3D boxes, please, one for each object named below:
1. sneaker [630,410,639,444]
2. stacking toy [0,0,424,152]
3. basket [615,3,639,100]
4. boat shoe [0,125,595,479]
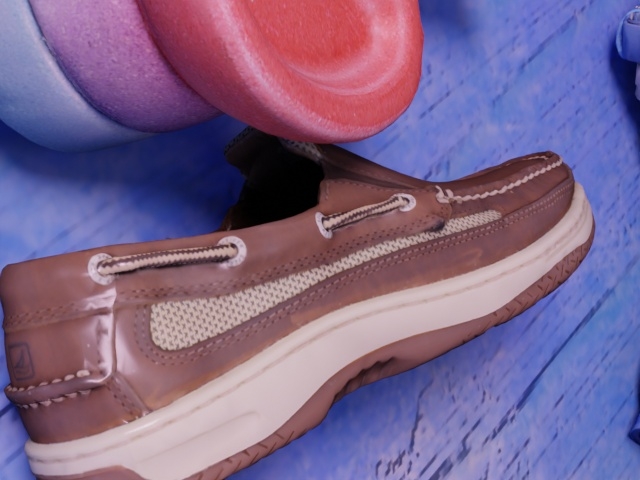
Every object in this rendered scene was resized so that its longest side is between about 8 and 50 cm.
[{"bbox_3d":[0.258,0.101,0.695,0.232,0.081,0.090,31,71,-38],"label":"sneaker"},{"bbox_3d":[-0.047,-0.187,0.419,0.279,0.130,0.309,-30,115,-62],"label":"stacking toy"},{"bbox_3d":[0.279,-0.129,0.653,0.255,0.201,0.289,-30,117,-43],"label":"basket"},{"bbox_3d":[0.005,-0.001,0.438,0.257,0.095,0.095,-26,99,-44],"label":"boat shoe"}]
